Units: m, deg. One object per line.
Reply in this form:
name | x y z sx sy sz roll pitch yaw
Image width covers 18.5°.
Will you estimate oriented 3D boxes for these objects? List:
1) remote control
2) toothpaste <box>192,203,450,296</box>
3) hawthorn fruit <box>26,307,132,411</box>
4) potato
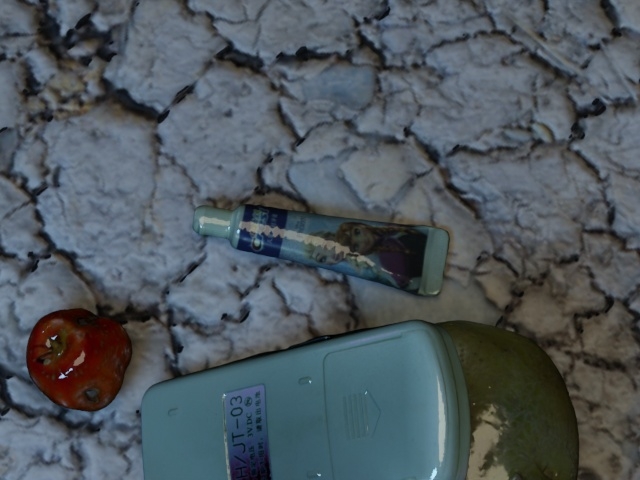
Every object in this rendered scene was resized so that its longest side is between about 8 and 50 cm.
remote control | -0.015 0.149 1.512 0.296 0.056 0.140 -16 73 34
toothpaste | 0.000 0.000 1.641 0.216 0.037 0.062 11 75 -4
hawthorn fruit | -0.197 0.094 1.582 0.093 0.093 0.093 0 76 -2
potato | 0.110 0.191 1.539 0.174 0.159 0.251 -7 72 42
